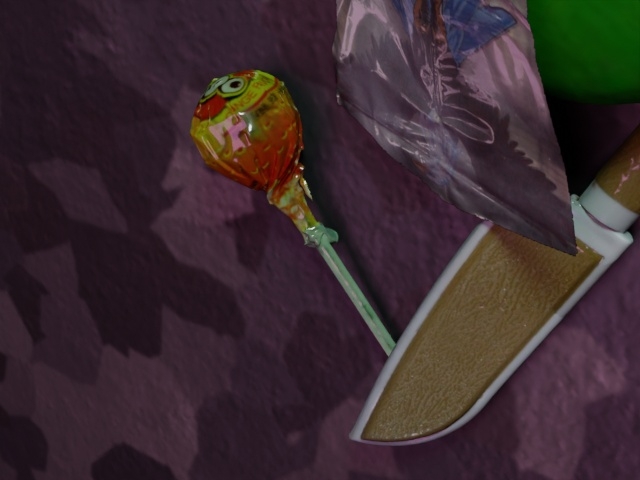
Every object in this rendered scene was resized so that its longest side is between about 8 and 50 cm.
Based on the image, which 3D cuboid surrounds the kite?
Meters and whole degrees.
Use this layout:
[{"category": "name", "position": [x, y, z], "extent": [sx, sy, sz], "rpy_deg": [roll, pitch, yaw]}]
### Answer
[{"category": "kite", "position": [0.033, -0.138, 0.495], "extent": [0.169, 0.015, 0.310], "rpy_deg": [36, 147, 46]}]

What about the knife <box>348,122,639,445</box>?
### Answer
[{"category": "knife", "position": [0.112, -0.008, 0.568], "extent": [0.061, 0.027, 0.343], "rpy_deg": [35, 121, 0]}]

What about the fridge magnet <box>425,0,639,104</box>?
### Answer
[{"category": "fridge magnet", "position": [0.110, -0.156, 0.475], "extent": [0.208, 0.088, 0.208], "rpy_deg": [18, 118, 38]}]

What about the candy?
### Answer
[{"category": "candy", "position": [0.000, 0.000, 0.636], "extent": [0.060, 0.060, 0.201], "rpy_deg": [-28, 98, 36]}]
